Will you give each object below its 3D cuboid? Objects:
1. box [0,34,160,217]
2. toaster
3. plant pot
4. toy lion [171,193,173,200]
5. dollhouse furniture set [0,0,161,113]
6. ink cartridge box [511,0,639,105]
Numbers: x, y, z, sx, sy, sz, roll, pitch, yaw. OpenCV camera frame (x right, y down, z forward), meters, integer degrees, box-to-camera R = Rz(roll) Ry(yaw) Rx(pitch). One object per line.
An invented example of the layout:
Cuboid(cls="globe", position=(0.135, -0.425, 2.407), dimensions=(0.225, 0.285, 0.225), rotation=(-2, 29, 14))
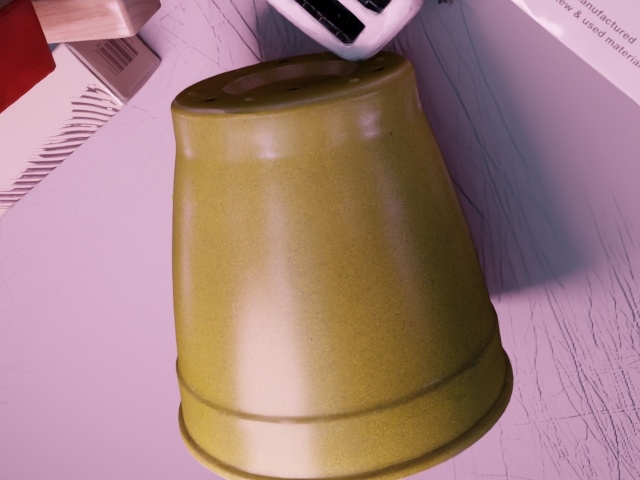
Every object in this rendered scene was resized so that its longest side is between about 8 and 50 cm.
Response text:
Cuboid(cls="box", position=(-0.316, -0.143, 1.028), dimensions=(0.275, 0.113, 0.094), rotation=(-32, 112, 35))
Cuboid(cls="toaster", position=(0.022, -0.262, 0.809), dimensions=(0.227, 0.146, 0.129), rotation=(40, 127, -13))
Cuboid(cls="plant pot", position=(0.000, 0.000, 0.911), dimensions=(0.367, 0.366, 0.352), rotation=(-2, 112, 19))
Cuboid(cls="toy lion", position=(-0.149, -0.033, 1.106), dimensions=(0.096, 0.034, 0.100), rotation=(43, 127, -6))
Cuboid(cls="dollhouse furniture set", position=(-0.203, -0.268, 0.736), dimensions=(0.152, 0.374, 0.201), rotation=(1, 127, 23))
Cuboid(cls="ink cartridge box", position=(0.305, -0.318, 0.596), dimensions=(0.160, 0.279, 0.384), rotation=(36, 127, -9))
